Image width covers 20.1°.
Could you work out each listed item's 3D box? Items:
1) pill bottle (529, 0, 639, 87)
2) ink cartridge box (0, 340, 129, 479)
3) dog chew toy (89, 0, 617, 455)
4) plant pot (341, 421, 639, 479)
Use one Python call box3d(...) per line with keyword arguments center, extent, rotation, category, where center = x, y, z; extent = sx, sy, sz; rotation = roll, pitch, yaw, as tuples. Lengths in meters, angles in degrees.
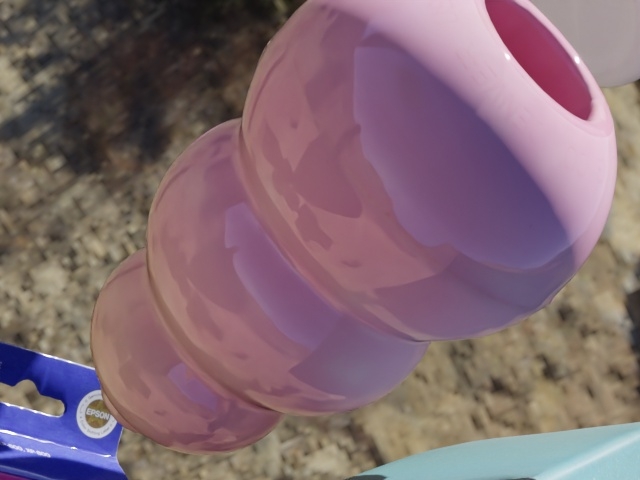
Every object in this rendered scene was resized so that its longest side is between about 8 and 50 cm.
box3d(center=(0.270, -0.238, 1.365), extent=(0.265, 0.153, 0.153), rotation=(-36, 96, -31), category="pill bottle")
box3d(center=(-0.233, 0.257, 1.238), extent=(0.176, 0.069, 0.371), rotation=(21, 78, -36), category="ink cartridge box")
box3d(center=(0.000, 0.000, 0.997), extent=(0.206, 0.332, 0.206), rotation=(38, 28, -25), category="dog chew toy")
box3d(center=(0.126, 0.179, 0.968), extent=(0.234, 0.165, 0.165), rotation=(-18, 95, -51), category="plant pot")
